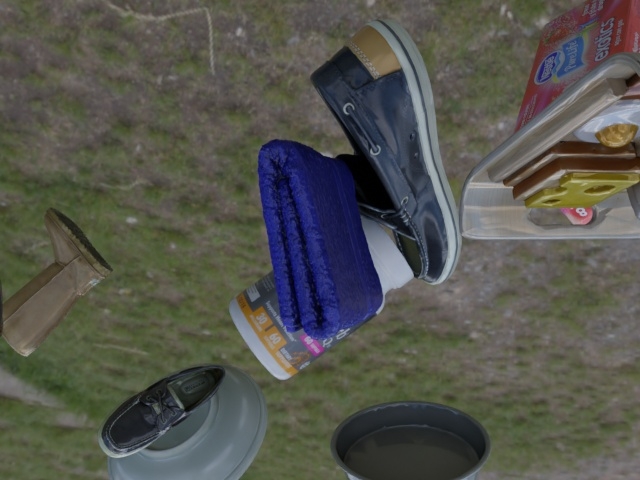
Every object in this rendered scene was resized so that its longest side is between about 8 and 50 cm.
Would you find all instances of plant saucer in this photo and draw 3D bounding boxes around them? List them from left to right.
[{"bbox_3d":[-0.324,0.425,1.669,0.401,0.400,0.100,-3,132,22],"label":"plant saucer"}]

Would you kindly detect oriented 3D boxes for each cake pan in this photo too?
[{"bbox_3d":[0.165,0.390,1.333,0.293,0.054,0.293,-4,-164,1],"label":"cake pan"}]

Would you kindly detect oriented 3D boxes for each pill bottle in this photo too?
[{"bbox_3d":[0.003,0.088,1.182,0.278,0.162,0.162,-36,145,0],"label":"pill bottle"}]

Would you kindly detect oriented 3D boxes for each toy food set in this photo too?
[{"bbox_3d":[0.270,-0.050,0.580,0.220,0.092,0.306,-1,166,-13],"label":"toy food set"}]

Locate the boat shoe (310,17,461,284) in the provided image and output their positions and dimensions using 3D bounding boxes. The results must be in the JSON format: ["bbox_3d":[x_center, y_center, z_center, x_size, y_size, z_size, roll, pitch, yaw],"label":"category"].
[{"bbox_3d":[0.104,-0.100,1.123,0.156,0.187,0.500,-29,136,-7],"label":"boat shoe"}]

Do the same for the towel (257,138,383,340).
[{"bbox_3d":[0.000,0.000,0.898,0.076,0.227,0.308,-16,177,13],"label":"towel"}]

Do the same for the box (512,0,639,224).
[{"bbox_3d":[0.368,-0.183,0.931,0.154,0.300,0.142,44,138,-21],"label":"box"}]

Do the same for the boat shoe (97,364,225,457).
[{"bbox_3d":[-0.238,0.248,1.107,0.223,0.080,0.073,-27,169,-46],"label":"boat shoe"}]

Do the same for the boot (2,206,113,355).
[{"bbox_3d":[-0.639,0.087,1.640,0.236,0.269,0.089,46,178,22],"label":"boot"}]

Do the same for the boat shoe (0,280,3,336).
[{"bbox_3d":[-0.188,0.094,0.323,0.073,0.207,0.073,12,141,-10],"label":"boat shoe"}]
